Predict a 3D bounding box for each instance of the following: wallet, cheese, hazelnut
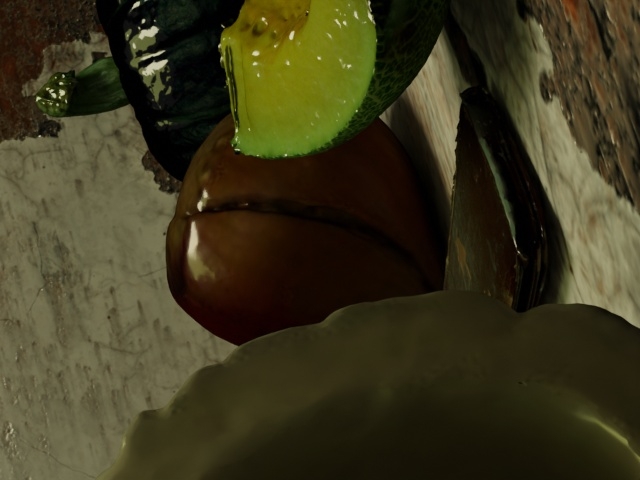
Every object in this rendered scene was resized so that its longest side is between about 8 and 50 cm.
[{"bbox_3d":[0.100,0.025,0.967,0.232,0.031,0.122,91,167,-56],"label":"wallet"},{"bbox_3d":[0.057,0.193,0.625,0.153,0.292,0.332,85,160,-48],"label":"cheese"},{"bbox_3d":[0.000,0.000,1.151,0.208,0.208,0.208,165,90,-82],"label":"hazelnut"}]

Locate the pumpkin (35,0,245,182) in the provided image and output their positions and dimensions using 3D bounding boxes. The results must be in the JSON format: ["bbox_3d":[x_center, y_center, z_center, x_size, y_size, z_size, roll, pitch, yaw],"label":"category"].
[{"bbox_3d":[-0.114,-0.153,1.360,0.248,0.248,0.248,165,90,-82],"label":"pumpkin"}]

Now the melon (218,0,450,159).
[{"bbox_3d":[0.020,-0.172,0.891,0.169,0.129,0.265,23,127,52],"label":"melon"}]
